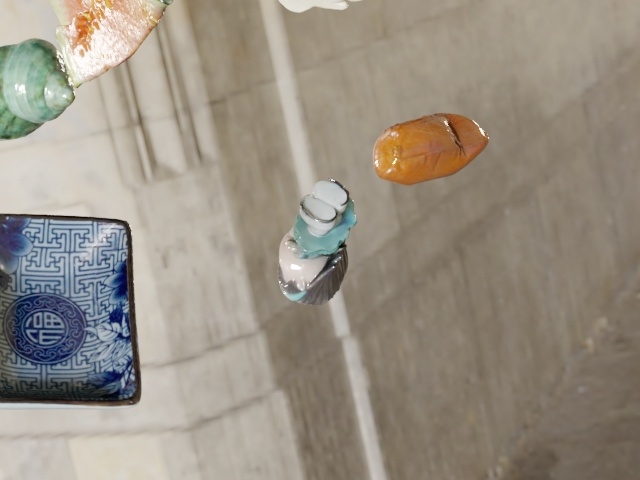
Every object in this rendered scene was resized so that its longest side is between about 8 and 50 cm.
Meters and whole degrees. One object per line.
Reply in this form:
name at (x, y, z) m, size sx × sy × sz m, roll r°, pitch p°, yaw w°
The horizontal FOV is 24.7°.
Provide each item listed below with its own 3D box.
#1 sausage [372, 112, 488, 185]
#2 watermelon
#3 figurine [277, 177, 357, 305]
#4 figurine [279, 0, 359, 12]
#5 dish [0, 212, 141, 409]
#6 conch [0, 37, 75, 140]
sausage at (0.140, -0.121, 1.919) m, size 0.179 × 0.089 × 0.089 m, roll -13°, pitch 9°, yaw -38°
watermelon at (-0.235, -0.291, 1.582) m, size 0.128 × 0.159 × 0.303 m, roll 27°, pitch -21°, yaw -21°
figurine at (0.000, 0.000, 2.206) m, size 0.110 × 0.245 × 0.138 m, roll 30°, pitch 59°, yaw 9°
figurine at (0.008, -0.198, 1.069) m, size 0.083 × 0.047 × 0.051 m, roll -6°, pitch 45°, yaw 31°
dish at (-0.290, 0.089, 1.560) m, size 0.181 × 0.080 × 0.243 m, roll 3°, pitch 52°, yaw -15°
conch at (-0.418, -0.203, 1.939) m, size 0.188 × 0.122 × 0.176 m, roll -15°, pitch -29°, yaw 6°
